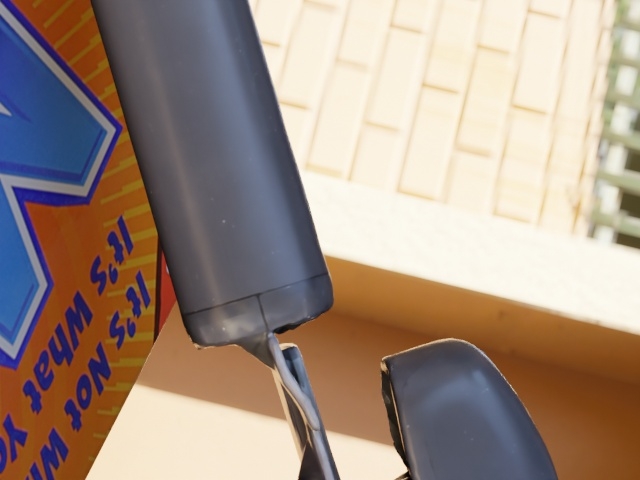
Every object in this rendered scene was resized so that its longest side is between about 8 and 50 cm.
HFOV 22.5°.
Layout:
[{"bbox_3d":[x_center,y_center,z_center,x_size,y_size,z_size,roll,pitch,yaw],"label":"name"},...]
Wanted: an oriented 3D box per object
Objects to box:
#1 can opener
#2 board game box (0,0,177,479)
[{"bbox_3d":[0.000,0.000,0.498,0.076,0.095,0.283,169,-96,-86],"label":"can opener"},{"bbox_3d":[-0.310,-0.002,0.514,0.356,0.356,0.357,60,45,-43],"label":"board game box"}]
